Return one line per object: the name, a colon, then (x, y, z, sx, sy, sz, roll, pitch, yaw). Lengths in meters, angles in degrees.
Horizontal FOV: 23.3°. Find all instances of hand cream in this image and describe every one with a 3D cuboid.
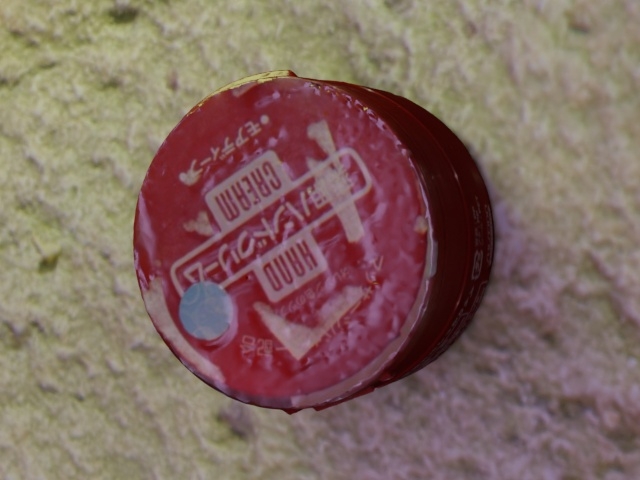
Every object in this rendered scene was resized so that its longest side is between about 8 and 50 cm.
hand cream: (0.000, 0.000, 1.064, 0.230, 0.149, 0.230, 0, 90, 25)
